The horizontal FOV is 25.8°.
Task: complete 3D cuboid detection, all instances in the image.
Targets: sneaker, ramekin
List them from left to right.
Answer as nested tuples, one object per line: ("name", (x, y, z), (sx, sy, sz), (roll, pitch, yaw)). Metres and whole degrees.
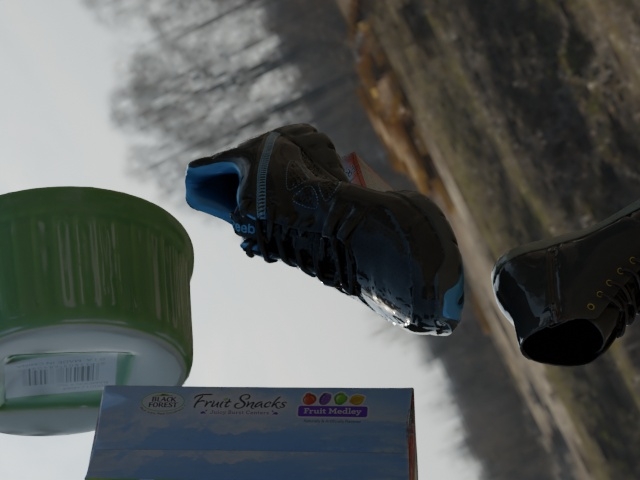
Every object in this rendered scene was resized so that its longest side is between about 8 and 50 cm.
("ramekin", (-0.276, 0.088, 1.472), (0.303, 0.303, 0.148), (58, -162, -57))
("sneaker", (0.000, 0.000, 1.255), (0.341, 0.139, 0.125), (35, 130, 50))
("sneaker", (0.258, 0.036, 1.150), (0.118, 0.222, 0.083), (-99, -15, -58))

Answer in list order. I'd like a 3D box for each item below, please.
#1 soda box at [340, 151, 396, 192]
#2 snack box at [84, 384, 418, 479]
("soda box", (0.053, -0.037, 1.622), (0.183, 0.063, 0.058), (38, -148, -60))
("snack box", (-0.029, 0.169, 0.811), (0.207, 0.174, 0.070), (85, -172, -46))
